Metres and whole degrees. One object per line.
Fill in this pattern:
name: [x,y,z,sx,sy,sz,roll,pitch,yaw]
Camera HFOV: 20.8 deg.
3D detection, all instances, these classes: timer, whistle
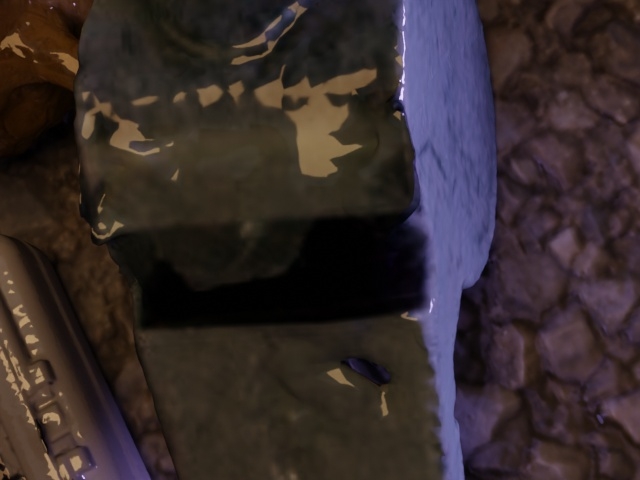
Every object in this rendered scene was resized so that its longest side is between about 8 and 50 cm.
timer: [-0.194,0.136,0.972,0.178,0.078,0.253,-32,71,11]
whistle: [-0.009,0.012,0.867,0.168,0.188,0.405,-5,79,19]

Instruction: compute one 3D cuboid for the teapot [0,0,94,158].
teapot: [-0.213,-0.139,0.965,0.311,0.167,0.203,32,87,7]
